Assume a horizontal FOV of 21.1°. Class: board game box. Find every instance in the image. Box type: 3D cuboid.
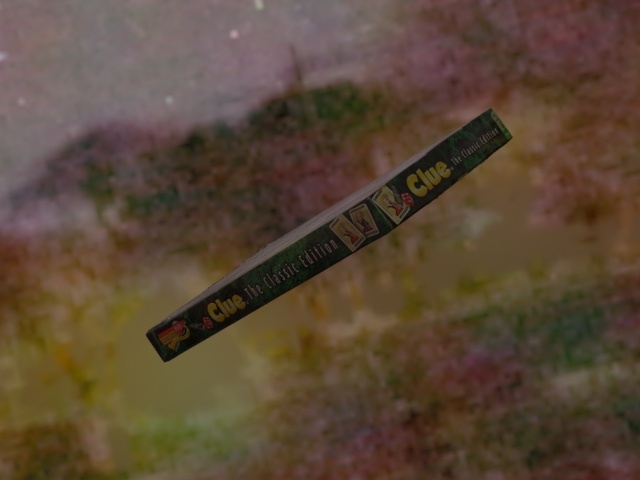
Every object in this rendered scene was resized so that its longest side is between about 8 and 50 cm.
[{"bbox_3d":[0.000,0.000,1.125,0.260,0.030,0.136,-31,7,47],"label":"board game box"}]
